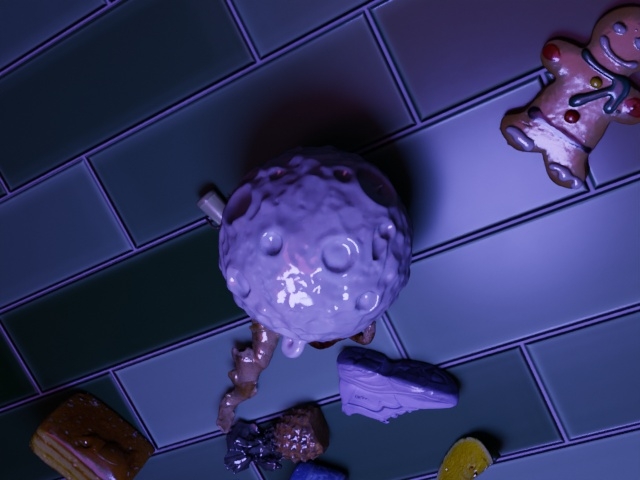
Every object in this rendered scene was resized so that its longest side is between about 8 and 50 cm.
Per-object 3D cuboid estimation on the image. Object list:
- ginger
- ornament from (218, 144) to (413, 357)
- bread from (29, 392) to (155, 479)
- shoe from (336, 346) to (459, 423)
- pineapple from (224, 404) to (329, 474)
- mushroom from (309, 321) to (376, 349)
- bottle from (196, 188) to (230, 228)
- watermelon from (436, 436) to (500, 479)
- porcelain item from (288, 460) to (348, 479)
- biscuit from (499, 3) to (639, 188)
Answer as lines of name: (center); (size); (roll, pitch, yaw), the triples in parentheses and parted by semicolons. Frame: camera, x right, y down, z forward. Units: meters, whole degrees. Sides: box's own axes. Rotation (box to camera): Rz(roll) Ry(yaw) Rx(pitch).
ginger: (-0.158, 0.274, 1.702); (0.089, 0.075, 0.288); (21, 113, -14)
ornament: (0.000, 0.000, 1.392); (0.337, 0.337, 0.337); (7, 112, 17)
bread: (-0.502, 0.456, 1.831); (0.234, 0.184, 0.110); (36, 114, 2)
shoe: (0.144, 0.301, 1.598); (0.245, 0.095, 0.137); (12, 117, 19)
pineapple: (-0.098, 0.421, 1.715); (0.237, 0.119, 0.111); (-22, 101, 21)
mushroom: (0.042, 0.155, 1.539); (0.170, 0.135, 0.080); (-4, 114, 49)
bottle: (-0.193, -0.050, 1.606); (0.101, 0.047, 0.063); (46, 132, -7)
watermelon: (0.277, 0.433, 1.602); (0.075, 0.092, 0.181); (46, 127, 14)
porcelain item: (-0.018, 0.537, 1.711); (0.114, 0.147, 0.147); (18, 115, 14)
biscuit: (0.425, -0.238, 1.313); (0.197, 0.049, 0.301); (36, 117, 1)
